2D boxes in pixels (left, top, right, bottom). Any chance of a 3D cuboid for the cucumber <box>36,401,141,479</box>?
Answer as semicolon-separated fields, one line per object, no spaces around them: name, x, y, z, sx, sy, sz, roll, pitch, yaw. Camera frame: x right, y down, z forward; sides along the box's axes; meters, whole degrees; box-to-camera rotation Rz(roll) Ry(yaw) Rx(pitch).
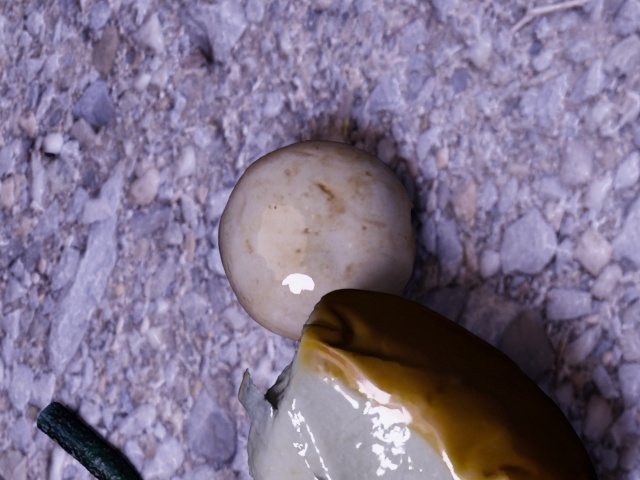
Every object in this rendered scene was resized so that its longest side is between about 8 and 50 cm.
cucumber;-0.206;0.195;1.629;0.133;0.032;0.032;36;105;30

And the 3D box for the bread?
bread;0.068;0.176;1.314;0.279;0.250;0.225;42;103;12

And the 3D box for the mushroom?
mushroom;0.000;0.000;1.465;0.166;0.127;0.166;0;89;9
